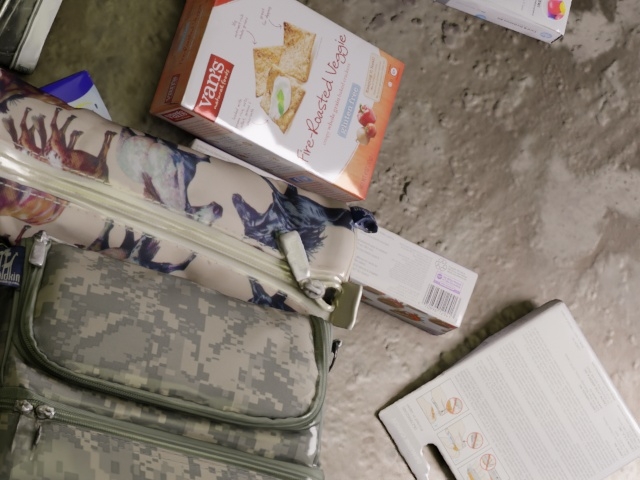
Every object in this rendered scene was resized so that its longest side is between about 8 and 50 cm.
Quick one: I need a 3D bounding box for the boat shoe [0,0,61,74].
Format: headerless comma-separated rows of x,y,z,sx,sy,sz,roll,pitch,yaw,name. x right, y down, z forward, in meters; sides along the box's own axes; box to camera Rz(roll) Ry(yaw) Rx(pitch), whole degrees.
-0.276,-0.273,1.653,0.070,0.078,0.219,22,75,-14,boat shoe

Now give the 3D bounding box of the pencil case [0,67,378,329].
-0.159,-0.024,1.514,0.410,0.183,0.159,21,79,-18,pencil case

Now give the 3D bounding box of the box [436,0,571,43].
0.188,-0.312,1.829,0.186,0.038,0.145,17,75,-13,box

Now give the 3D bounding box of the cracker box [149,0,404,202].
-0.039,-0.152,1.675,0.232,0.067,0.155,25,73,-31,cracker box

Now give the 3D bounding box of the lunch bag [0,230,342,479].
-0.147,0.148,1.396,0.305,0.212,0.256,16,66,-13,lunch bag

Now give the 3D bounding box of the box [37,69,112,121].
-0.257,-0.074,1.623,0.126,0.072,0.137,-25,88,-21,box

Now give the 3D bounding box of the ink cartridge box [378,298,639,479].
0.197,0.192,1.738,0.225,0.056,0.181,-31,90,-2,ink cartridge box

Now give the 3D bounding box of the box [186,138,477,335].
0.000,0.000,1.695,0.324,0.063,0.067,24,72,-12,box
